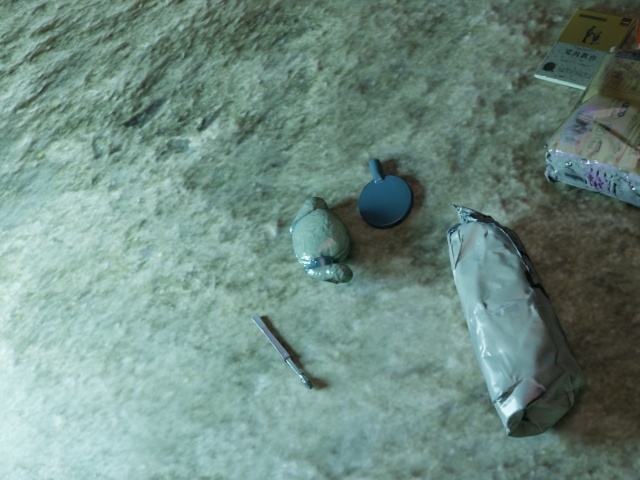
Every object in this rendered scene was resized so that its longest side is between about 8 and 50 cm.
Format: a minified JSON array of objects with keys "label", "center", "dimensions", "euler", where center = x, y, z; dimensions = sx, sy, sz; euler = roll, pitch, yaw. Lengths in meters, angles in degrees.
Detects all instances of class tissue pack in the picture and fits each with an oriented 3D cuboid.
[{"label":"tissue pack","center":[0.507,-0.192,1.703],"dimensions":[0.215,0.123,0.256],"euler":[22,68,34]}]

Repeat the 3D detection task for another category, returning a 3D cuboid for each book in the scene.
[{"label":"book","center":[0.479,-0.347,1.902],"dimensions":[0.118,0.012,0.172],"euler":[22,67,35]}]

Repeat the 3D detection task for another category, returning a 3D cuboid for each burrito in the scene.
[{"label":"burrito","center":[0.281,0.090,1.614],"dimensions":[0.139,0.101,0.445],"euler":[-32,47,21]}]

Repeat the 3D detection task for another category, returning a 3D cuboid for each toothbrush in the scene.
[{"label":"toothbrush","center":[-0.065,0.185,1.766],"dimensions":[0.014,0.017,0.194],"euler":[-35,46,-9]}]

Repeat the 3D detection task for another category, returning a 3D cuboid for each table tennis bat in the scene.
[{"label":"table tennis bat","center":[0.112,-0.085,1.881],"dimensions":[0.100,0.019,0.155],"euler":[-22,51,10]}]

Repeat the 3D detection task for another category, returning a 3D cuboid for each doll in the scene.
[{"label":"doll","center":[0.000,0.000,1.834],"dimensions":[0.103,0.071,0.214],"euler":[-27,45,3]}]

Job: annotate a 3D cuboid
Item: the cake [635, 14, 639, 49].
[{"label":"cake","center":[0.650,-0.369,1.685],"dimensions":[0.283,0.151,0.177],"euler":[-13,27,-27]}]
